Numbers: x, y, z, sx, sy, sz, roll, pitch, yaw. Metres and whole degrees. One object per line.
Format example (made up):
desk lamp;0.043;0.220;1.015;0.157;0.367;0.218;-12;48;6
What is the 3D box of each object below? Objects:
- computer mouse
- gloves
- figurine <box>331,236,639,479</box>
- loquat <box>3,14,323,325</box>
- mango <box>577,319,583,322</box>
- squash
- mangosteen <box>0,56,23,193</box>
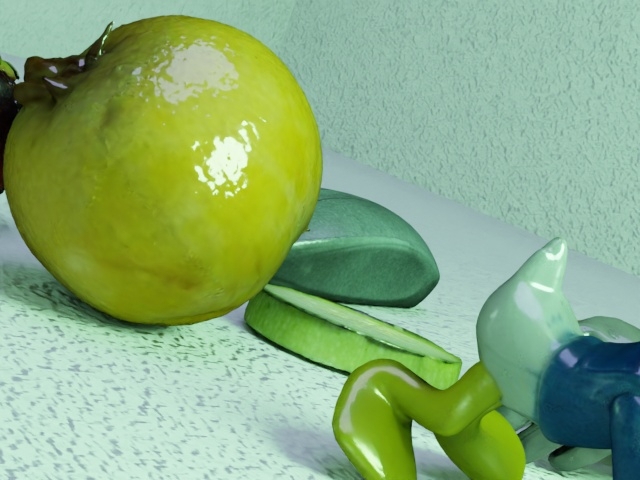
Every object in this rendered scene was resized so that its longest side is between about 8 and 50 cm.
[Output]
computer mouse;0.000;-0.004;1.795;0.203;0.114;0.374;26;11;39
gloves;0.254;0.122;1.297;0.285;0.119;0.142;-4;35;-28
figurine;0.220;0.112;1.007;0.204;0.338;0.283;-3;56;-54
loquat;-0.142;-0.062;1.301;0.275;0.275;0.275;18;7;-2
mango;0.277;0.134;1.489;0.157;0.109;0.262;17;6;3
squash;0.032;0.095;1.472;0.219;0.041;0.219;21;3;-1
mangosteen;-0.356;-0.123;1.495;0.166;0.180;0.166;-6;-6;-1
